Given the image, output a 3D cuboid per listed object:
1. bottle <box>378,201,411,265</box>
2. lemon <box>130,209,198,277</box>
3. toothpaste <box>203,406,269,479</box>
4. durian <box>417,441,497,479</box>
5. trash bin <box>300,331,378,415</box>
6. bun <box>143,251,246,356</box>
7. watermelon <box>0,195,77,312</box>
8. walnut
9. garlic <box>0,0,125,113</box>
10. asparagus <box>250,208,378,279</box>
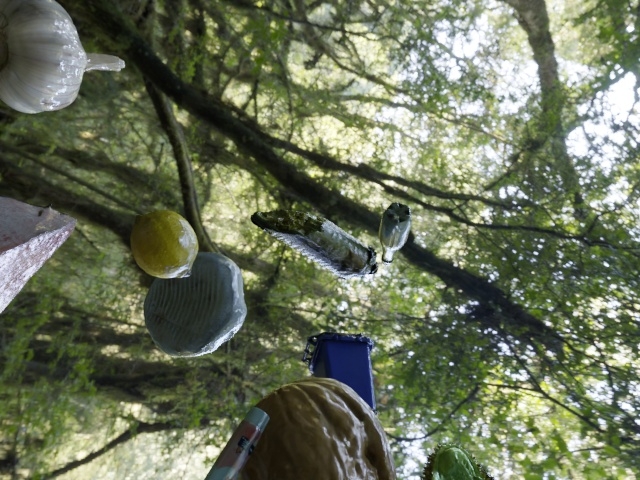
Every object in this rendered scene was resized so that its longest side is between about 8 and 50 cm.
[{"bbox_3d":[0.207,-0.006,1.275,0.270,0.083,0.083,87,0,-60],"label":"bottle"},{"bbox_3d":[-0.266,0.008,0.760,0.109,0.133,0.109,-35,-174,5],"label":"lemon"},{"bbox_3d":[-0.135,0.324,0.603,0.036,0.056,0.205,-12,-149,39],"label":"toothpaste"},{"bbox_3d":[0.331,0.593,0.997,0.236,0.200,0.177,27,-50,36],"label":"durian"},{"bbox_3d":[0.051,0.365,1.153,0.235,0.183,0.163,-98,-162,-51],"label":"trash bin"},{"bbox_3d":[-0.397,0.210,1.436,0.353,0.194,0.355,-7,-115,16],"label":"bun"},{"bbox_3d":[-0.489,0.061,0.563,0.283,0.292,0.251,94,-12,-53],"label":"watermelon"},{"bbox_3d":[-0.012,0.418,0.790,0.332,0.332,0.333,-29,-129,44],"label":"walnut"},{"bbox_3d":[-0.455,-0.326,0.779,0.198,0.226,0.199,10,-71,30],"label":"garlic"},{"bbox_3d":[0.000,0.000,1.135,0.128,0.381,0.108,-16,-125,39],"label":"asparagus"}]
